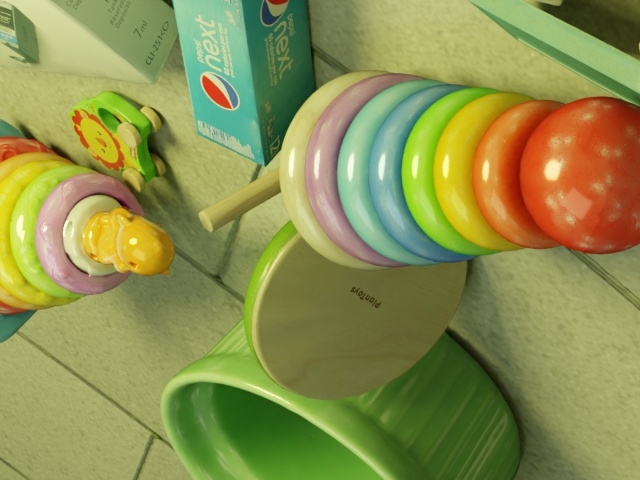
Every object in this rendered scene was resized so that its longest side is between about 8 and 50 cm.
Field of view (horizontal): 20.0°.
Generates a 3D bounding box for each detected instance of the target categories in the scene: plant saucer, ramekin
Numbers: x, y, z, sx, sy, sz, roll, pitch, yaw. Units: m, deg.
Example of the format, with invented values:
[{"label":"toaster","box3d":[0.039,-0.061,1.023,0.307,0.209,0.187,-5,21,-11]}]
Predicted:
[{"label":"plant saucer","box3d":[0.154,-0.109,1.069,0.067,0.018,0.192,32,-176,-38]},{"label":"ramekin","box3d":[0.025,0.172,1.569,0.303,0.148,0.303,29,149,19]}]

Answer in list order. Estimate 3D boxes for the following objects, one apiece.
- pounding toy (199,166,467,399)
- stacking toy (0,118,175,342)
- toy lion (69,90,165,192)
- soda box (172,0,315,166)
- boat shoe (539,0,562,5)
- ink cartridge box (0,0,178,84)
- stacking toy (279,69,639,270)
[{"label":"pounding toy","box3d":[0.000,0.000,1.381,0.110,0.183,0.237,47,164,49]},{"label":"stacking toy","box3d":[-0.219,-0.007,1.572,0.302,0.165,0.175,4,137,51]},{"label":"toy lion","box3d":[-0.179,-0.093,1.566,0.096,0.034,0.100,36,151,22]},{"label":"soda box","box3d":[-0.055,-0.153,1.293,0.067,0.071,0.210,27,148,23]},{"label":"boat shoe","box3d":[0.026,-0.232,1.102,0.319,0.116,0.099,27,106,34]},{"label":"ink cartridge box","box3d":[-0.292,-0.221,1.397,0.296,0.066,0.261,10,160,41]},{"label":"stacking toy","box3d":[0.100,-0.039,1.131,0.141,0.141,0.330,51,163,-19]}]
